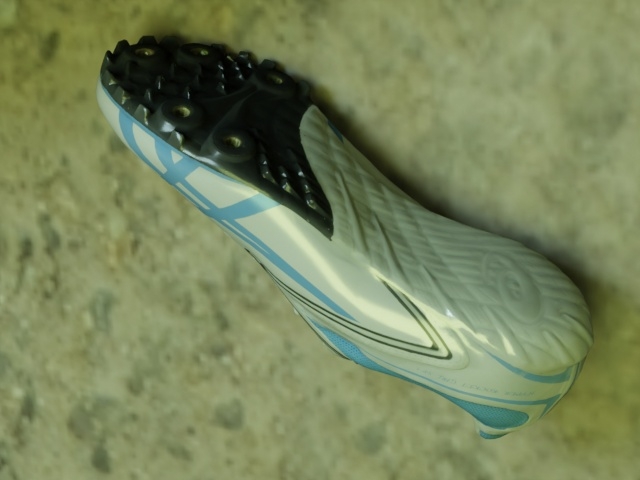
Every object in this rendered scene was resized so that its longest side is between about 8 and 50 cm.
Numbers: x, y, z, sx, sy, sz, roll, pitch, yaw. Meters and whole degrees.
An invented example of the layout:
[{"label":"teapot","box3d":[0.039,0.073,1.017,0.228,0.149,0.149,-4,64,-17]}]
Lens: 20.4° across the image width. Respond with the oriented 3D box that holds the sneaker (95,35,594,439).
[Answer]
[{"label":"sneaker","box3d":[0.000,0.000,0.736,0.237,0.085,0.086,35,130,8]}]
